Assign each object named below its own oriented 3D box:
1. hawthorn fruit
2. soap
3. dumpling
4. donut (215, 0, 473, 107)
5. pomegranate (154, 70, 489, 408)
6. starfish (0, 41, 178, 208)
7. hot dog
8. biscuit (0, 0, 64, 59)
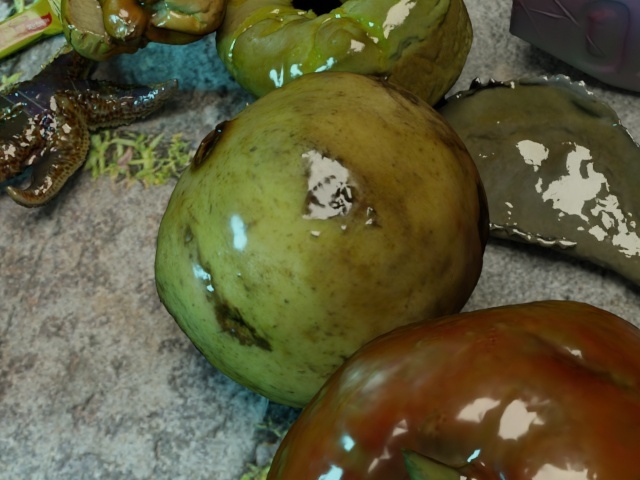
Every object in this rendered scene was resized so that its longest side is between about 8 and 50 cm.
[{"bbox_3d":[0.124,0.213,1.196,0.403,0.403,0.403,-1,57,1],"label":"hawthorn fruit"},{"bbox_3d":[0.345,-0.218,1.597,0.324,0.193,0.109,13,60,9],"label":"soap"},{"bbox_3d":[0.200,-0.066,1.567,0.332,0.086,0.166,19,92,13],"label":"dumpling"},{"bbox_3d":[0.018,-0.192,1.583,0.208,0.128,0.261,-39,35,-2],"label":"donut"},{"bbox_3d":[0.000,0.000,1.426,0.281,0.281,0.281,-1,57,1],"label":"pomegranate"},{"bbox_3d":[-0.248,-0.126,1.633,0.216,0.071,0.238,13,59,5],"label":"starfish"},{"bbox_3d":[-0.171,-0.301,1.658,0.158,0.117,0.349,-13,39,8],"label":"hot dog"},{"bbox_3d":[-0.374,-0.163,1.682,0.292,0.026,0.048,-29,80,-16],"label":"biscuit"}]
